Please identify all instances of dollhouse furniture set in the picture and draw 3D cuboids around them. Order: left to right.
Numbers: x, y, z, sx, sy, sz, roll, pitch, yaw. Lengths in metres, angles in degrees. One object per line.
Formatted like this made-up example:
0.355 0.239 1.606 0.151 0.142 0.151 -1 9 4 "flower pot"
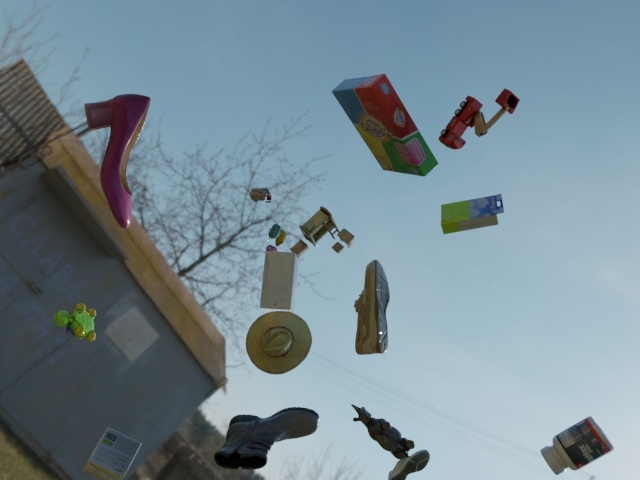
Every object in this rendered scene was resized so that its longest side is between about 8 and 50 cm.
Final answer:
0.000 0.000 1.929 0.161 0.182 0.101 39 -14 31 "dollhouse furniture set"

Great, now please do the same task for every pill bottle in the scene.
0.739 0.600 1.600 0.108 0.180 0.108 48 14 -16 "pill bottle"

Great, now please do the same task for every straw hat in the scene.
-0.091 0.212 1.159 0.144 0.144 0.061 45 -6 8 "straw hat"

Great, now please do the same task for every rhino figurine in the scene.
0.185 0.580 1.679 0.243 0.073 0.106 39 -16 2 "rhino figurine"

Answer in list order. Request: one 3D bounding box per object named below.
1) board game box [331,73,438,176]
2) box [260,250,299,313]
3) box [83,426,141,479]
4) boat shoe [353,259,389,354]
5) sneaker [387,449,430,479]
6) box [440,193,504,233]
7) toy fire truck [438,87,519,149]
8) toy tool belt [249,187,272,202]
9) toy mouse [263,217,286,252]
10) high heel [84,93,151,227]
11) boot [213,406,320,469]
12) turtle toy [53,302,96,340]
0.191 -0.342 1.657 0.316 0.064 0.242 52 -12 -24 "board game box"
-0.120 0.128 1.652 0.091 0.170 0.130 4 -13 4 "box"
-0.626 0.650 1.655 0.114 0.103 0.203 31 -38 -10 "box"
0.166 0.225 1.908 0.110 0.341 0.122 -13 -35 28 "boat shoe"
0.247 0.642 1.578 0.053 0.152 0.061 45 9 -10 "sneaker"
0.444 -0.078 1.614 0.178 0.109 0.042 -10 -57 19 "box"
0.403 -0.308 1.420 0.047 0.192 0.135 24 16 -36 "toy fire truck"
-0.196 -0.161 1.871 0.083 0.051 0.052 6 -42 22 "toy tool belt"
-0.154 0.003 1.872 0.031 0.161 0.143 16 6 16 "toy mouse"
-0.356 -0.149 1.040 0.082 0.117 0.244 -158 -123 -76 "high heel"
-0.170 0.678 1.855 0.222 0.338 0.118 -79 157 -75 "boot"
-0.677 0.227 1.527 0.130 0.066 0.095 58 18 -59 "turtle toy"
